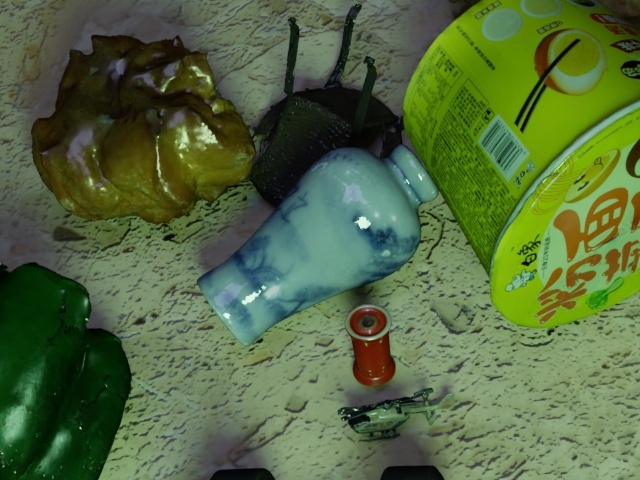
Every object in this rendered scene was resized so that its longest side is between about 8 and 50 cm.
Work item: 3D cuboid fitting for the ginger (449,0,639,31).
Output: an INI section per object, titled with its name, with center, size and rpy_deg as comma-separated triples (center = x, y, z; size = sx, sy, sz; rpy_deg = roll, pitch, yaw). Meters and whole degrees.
[ginger]
center = 0.305, -0.233, 1.762
size = 0.348, 0.122, 0.363
rpy_deg = -16, 87, 40

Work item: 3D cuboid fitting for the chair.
[chair]
center = 0.016, -0.136, 1.802
size = 0.174, 0.149, 0.213
rpy_deg = 31, 112, 25

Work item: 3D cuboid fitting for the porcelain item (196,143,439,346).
[porcelain item]
center = 0.000, 0.000, 1.694
size = 0.259, 0.141, 0.141
rpy_deg = -34, 57, 1

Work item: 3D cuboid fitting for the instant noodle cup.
[instant noodle cup]
center = 0.237, -0.098, 1.599
size = 0.311, 0.311, 0.221
rpy_deg = -31, 57, -7

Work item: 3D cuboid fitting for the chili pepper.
[chili pepper]
center = -0.322, 0.158, 1.616
size = 0.249, 0.233, 0.256
rpy_deg = 15, 57, 17

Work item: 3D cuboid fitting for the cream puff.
[cream puff]
center = -0.191, -0.118, 1.803
size = 0.269, 0.155, 0.241
rpy_deg = 8, 59, 29

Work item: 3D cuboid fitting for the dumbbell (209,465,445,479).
[dumbbell]
center = 0.007, 0.281, 1.503
size = 0.218, 0.152, 0.152
rpy_deg = -3, 58, 11

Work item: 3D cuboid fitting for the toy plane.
[toy plane]
center = 0.074, 0.169, 1.620
size = 0.121, 0.049, 0.031
rpy_deg = -7, 56, -12

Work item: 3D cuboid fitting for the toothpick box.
[toothpick box]
center = 0.050, 0.106, 1.642
size = 0.047, 0.083, 0.047
rpy_deg = -4, 49, 4
